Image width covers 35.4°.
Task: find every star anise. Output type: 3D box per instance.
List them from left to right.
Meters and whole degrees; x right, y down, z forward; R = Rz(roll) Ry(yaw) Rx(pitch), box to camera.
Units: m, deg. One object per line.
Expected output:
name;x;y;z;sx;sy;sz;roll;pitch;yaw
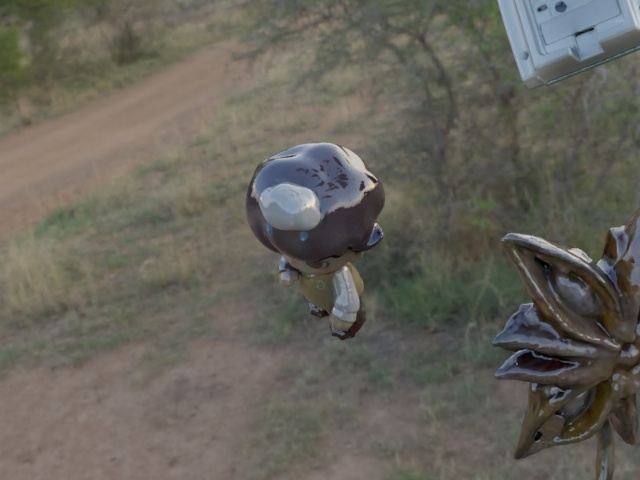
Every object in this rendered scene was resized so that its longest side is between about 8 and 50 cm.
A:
star anise;0.281;0.096;0.966;0.292;0.349;0.109;-32;28;19

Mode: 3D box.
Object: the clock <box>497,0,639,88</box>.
clock;0.443;-0.417;1.745;0.262;0.231;0.116;-19;-11;25

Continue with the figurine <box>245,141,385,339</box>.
figurine;-0.018;0.009;1.587;0.206;0.365;0.218;-13;44;-19
